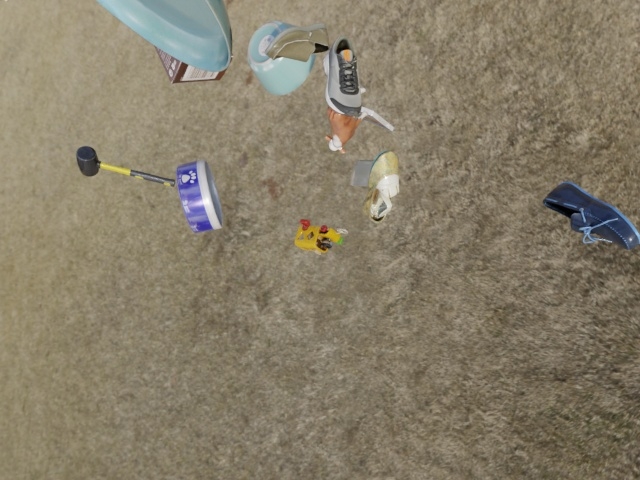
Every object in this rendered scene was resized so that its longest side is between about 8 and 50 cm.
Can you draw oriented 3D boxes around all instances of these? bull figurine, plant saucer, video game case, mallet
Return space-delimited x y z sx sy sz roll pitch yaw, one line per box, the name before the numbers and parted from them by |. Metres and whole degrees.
bull figurine | 0.093 -0.457 1.675 0.101 0.310 0.189 34 85 9
plant saucer | -0.223 -0.318 0.489 0.317 0.317 0.044 28 82 41
video game case | 0.220 -0.604 2.122 0.204 0.285 0.025 30 102 26
mallet | -0.397 -0.136 0.902 0.062 0.189 0.039 -40 38 53

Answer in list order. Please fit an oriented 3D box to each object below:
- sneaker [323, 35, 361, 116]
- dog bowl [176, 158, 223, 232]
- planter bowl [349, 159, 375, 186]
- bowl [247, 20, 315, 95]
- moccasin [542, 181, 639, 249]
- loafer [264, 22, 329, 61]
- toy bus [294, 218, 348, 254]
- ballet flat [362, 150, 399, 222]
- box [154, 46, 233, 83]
sneaker | 0.067 -0.475 1.278 0.108 0.100 0.272 121 144 -60
dog bowl | -0.447 -0.164 1.648 0.104 0.265 0.265 -13 63 -6
planter bowl | 0.209 -0.305 1.973 0.162 0.162 0.109 13 109 41
bowl | -0.192 -0.805 1.888 0.311 0.163 0.312 -5 80 32
moccasin | 0.859 -0.062 1.419 0.116 0.138 0.342 -33 31 7
loafer | -0.059 -0.596 1.348 0.088 0.251 0.094 60 148 -6
toy bus | -0.006 0.001 1.748 0.190 0.202 0.105 18 78 -1
ballet flat | 0.234 -0.182 1.633 0.349 0.123 0.123 101 154 -58
box | -0.457 -0.718 1.436 0.143 0.191 0.382 -33 82 50
